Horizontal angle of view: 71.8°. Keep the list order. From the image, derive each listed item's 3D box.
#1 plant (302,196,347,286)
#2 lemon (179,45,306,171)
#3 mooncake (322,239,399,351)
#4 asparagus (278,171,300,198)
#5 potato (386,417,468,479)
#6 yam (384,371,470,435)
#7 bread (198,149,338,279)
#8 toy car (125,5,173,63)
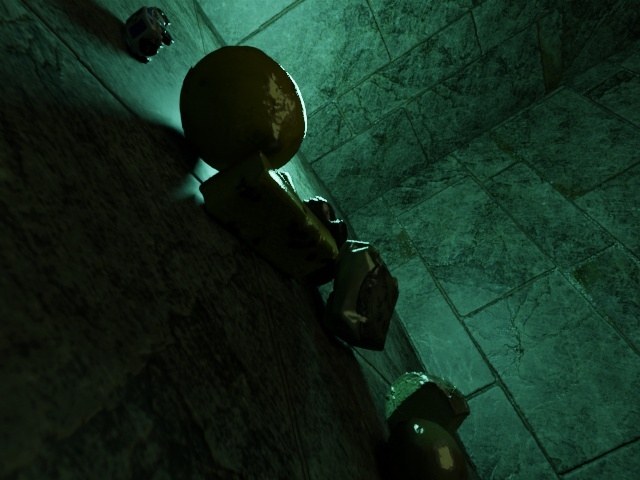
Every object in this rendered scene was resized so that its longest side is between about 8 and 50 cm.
[{"bbox_3d":[0.000,0.000,1.267,0.142,0.164,0.256,26,45,-75],"label":"plant"},{"bbox_3d":[-0.157,-0.258,0.909,0.258,0.258,0.310,50,6,-46],"label":"lemon"},{"bbox_3d":[0.122,0.155,1.183,0.254,0.136,0.250,49,53,-53],"label":"mooncake"},{"bbox_3d":[-0.091,-0.126,1.494,0.067,0.060,0.278,65,0,-60],"label":"asparagus"},{"bbox_3d":[0.216,0.462,0.921,0.235,0.160,0.178,179,-82,-84],"label":"potato"},{"bbox_3d":[0.288,0.467,1.229,0.201,0.202,0.271,39,0,26],"label":"yam"},{"bbox_3d":[-0.085,-0.029,0.921,0.361,0.138,0.077,47,16,-53],"label":"bread"},{"bbox_3d":[-0.365,-0.440,0.932,0.070,0.080,0.171,47,15,-47],"label":"toy car"}]
